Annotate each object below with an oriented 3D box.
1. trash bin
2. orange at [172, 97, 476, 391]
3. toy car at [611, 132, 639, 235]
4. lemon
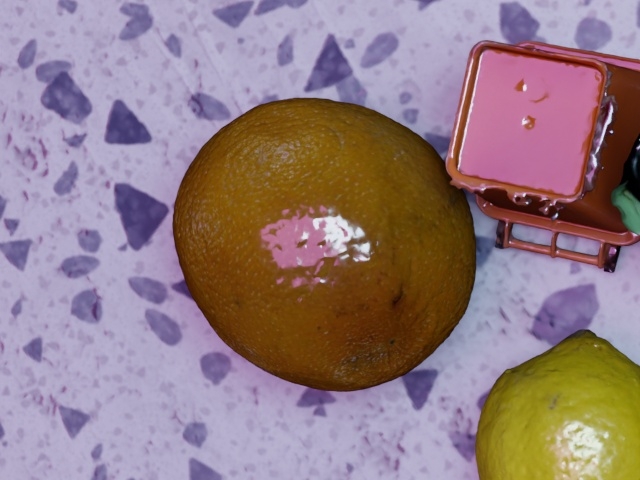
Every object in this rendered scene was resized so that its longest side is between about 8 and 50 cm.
[{"bbox_3d":[0.189,-0.073,1.347,0.161,0.238,0.184,13,94,20],"label":"trash bin"},{"bbox_3d":[0.000,0.000,1.411,0.264,0.264,0.264,0,89,20],"label":"orange"},{"bbox_3d":[0.393,-0.079,1.184,0.358,0.213,0.176,-30,91,33],"label":"toy car"},{"bbox_3d":[0.215,0.183,1.369,0.180,0.180,0.193,-2,120,20],"label":"lemon"}]
